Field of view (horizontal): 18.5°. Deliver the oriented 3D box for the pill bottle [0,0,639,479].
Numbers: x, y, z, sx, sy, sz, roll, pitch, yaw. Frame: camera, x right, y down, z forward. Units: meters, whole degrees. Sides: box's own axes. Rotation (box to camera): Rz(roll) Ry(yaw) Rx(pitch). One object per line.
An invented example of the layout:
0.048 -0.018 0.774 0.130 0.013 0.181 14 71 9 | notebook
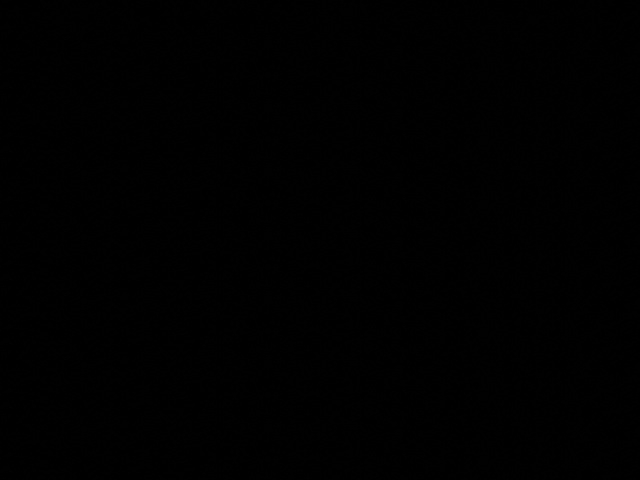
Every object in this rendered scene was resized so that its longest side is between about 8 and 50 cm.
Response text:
0.000 0.000 0.192 0.229 0.229 0.407 24 21 11 | pill bottle
